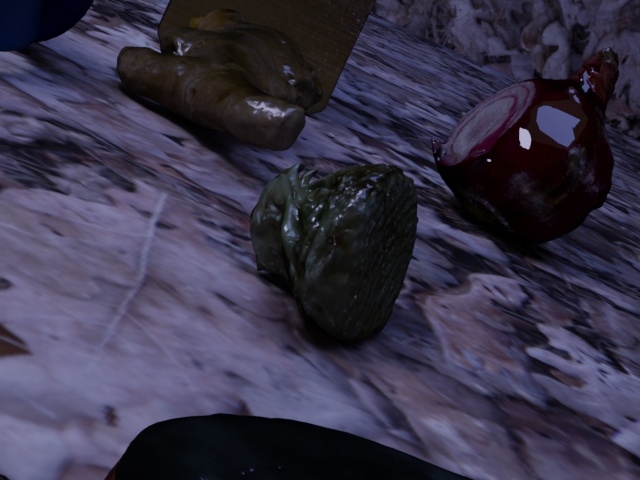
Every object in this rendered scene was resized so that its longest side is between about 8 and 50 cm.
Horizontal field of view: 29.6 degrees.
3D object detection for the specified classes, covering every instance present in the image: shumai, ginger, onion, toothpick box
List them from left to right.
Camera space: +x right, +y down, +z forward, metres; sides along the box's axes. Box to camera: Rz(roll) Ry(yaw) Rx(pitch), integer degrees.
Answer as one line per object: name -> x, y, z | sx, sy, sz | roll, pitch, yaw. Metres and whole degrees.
ginger -> -0.081, -0.140, 1.034 | 0.166, 0.080, 0.333 | 11, 22, 2
toothpick box -> -0.046, -0.274, 1.343 | 0.190, 0.188, 0.308 | 23, 12, -6
shumai -> 0.000, -0.001, 0.692 | 0.087, 0.099, 0.123 | 13, 9, 19
onion -> 0.215, -0.083, 1.114 | 0.135, 0.198, 0.173 | 53, 1, -23

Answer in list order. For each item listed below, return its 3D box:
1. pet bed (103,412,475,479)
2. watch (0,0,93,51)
pet bed -> 0.017, 0.118, 0.377 | 0.201, 0.053, 0.201 | 25, 14, -7
watch -> -0.271, -0.224, 0.879 | 0.196, 0.171, 0.200 | 20, 23, 26
